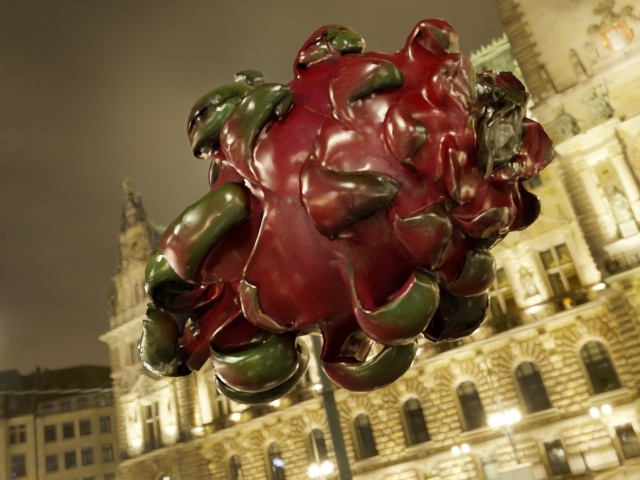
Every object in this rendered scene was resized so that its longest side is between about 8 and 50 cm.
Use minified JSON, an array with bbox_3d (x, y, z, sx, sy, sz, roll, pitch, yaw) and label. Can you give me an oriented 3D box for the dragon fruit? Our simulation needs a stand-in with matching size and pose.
[{"bbox_3d":[0.005,-0.003,0.403,0.218,0.273,0.198,33,-6,-18],"label":"dragon fruit"}]
